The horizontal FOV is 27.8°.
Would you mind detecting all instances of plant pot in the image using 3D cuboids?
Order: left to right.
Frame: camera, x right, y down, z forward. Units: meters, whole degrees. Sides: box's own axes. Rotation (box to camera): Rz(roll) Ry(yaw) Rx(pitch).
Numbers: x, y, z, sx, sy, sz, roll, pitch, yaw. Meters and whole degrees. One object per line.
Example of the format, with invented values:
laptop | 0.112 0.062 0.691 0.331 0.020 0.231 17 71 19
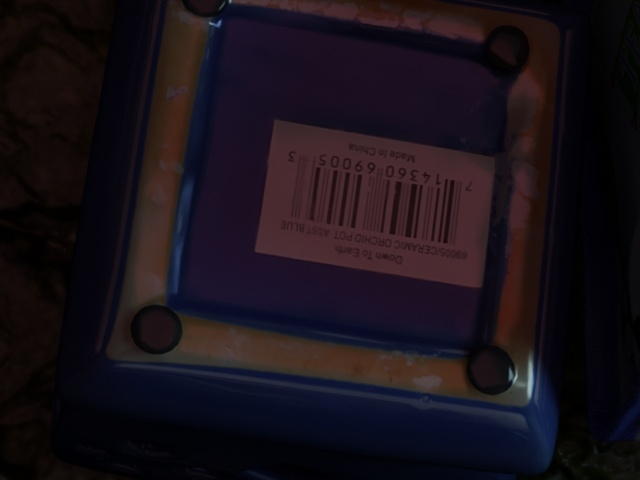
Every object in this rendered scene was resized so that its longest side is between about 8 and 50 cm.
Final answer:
plant pot | 0.000 0.000 0.599 0.236 0.212 0.236 9 76 -5

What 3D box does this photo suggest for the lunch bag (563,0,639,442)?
lunch bag | 0.283 -0.113 0.559 0.328 0.239 0.385 8 56 -5
